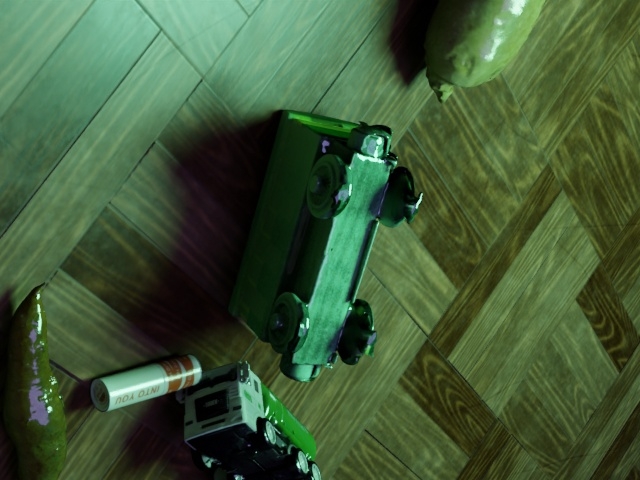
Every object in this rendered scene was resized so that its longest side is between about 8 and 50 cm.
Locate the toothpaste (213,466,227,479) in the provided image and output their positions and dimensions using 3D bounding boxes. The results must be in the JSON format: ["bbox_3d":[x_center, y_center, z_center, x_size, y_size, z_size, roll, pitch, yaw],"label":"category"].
[{"bbox_3d":[-0.084,0.389,1.590,0.075,0.048,0.301,-54,145,-28],"label":"toothpaste"}]

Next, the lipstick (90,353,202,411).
[{"bbox_3d":[-0.195,0.160,1.330,0.130,0.038,0.038,-13,121,-44],"label":"lipstick"}]

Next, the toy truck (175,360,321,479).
[{"bbox_3d":[-0.079,0.239,1.450,0.101,0.125,0.242,-18,143,15],"label":"toy truck"}]

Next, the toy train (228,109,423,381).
[{"bbox_3d":[0.000,0.000,1.331,0.120,0.202,0.301,9,106,-26],"label":"toy train"}]

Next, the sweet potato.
[{"bbox_3d":[-0.293,0.171,1.209,0.067,0.067,0.274,-20,124,-41],"label":"sweet potato"}]

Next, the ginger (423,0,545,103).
[{"bbox_3d":[0.198,-0.292,1.434,0.138,0.152,0.267,-50,147,-66],"label":"ginger"}]
